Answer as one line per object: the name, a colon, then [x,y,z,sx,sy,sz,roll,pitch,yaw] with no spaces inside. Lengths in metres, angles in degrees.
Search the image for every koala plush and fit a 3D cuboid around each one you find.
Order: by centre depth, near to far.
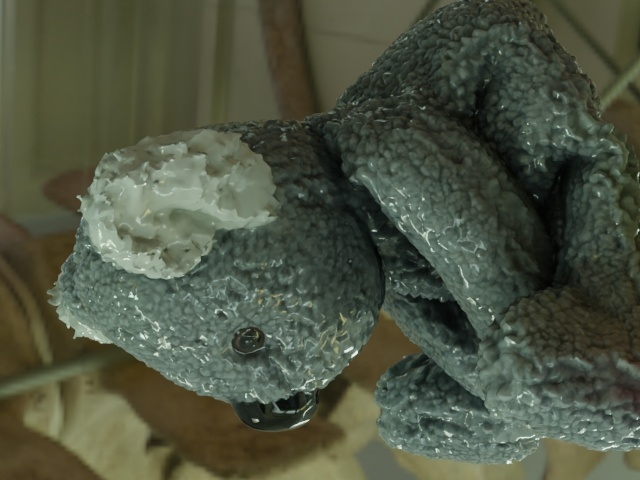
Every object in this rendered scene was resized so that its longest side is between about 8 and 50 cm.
koala plush: [0.000,0.000,0.609,0.221,0.203,0.196,-5,170,-13]
